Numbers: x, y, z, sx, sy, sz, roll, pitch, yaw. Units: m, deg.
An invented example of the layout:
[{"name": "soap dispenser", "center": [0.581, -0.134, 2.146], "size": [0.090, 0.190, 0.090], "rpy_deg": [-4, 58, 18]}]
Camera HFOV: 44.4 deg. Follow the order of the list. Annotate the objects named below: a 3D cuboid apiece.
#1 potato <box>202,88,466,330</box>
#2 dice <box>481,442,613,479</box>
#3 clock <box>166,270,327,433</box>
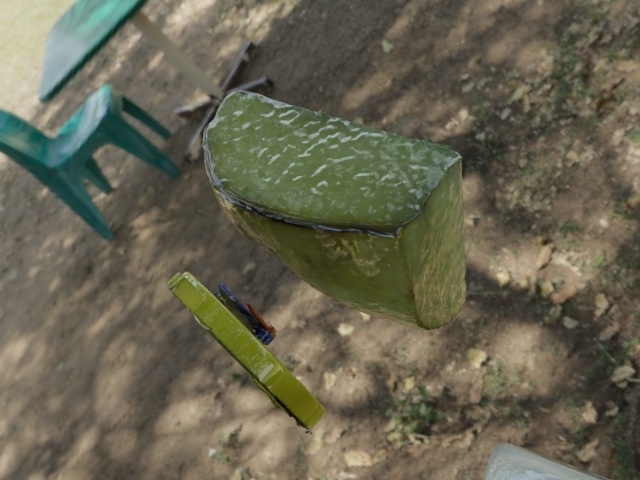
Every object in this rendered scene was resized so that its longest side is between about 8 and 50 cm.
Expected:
[{"name": "potato", "center": [0.000, 0.000, 0.420], "size": [0.149, 0.120, 0.081], "rpy_deg": [22, 54, 31]}, {"name": "dice", "center": [0.299, 0.398, 0.848], "size": [0.304, 0.304, 0.277], "rpy_deg": [15, 80, 17]}, {"name": "clock", "center": [-0.095, 0.140, 1.085], "size": [0.071, 0.293, 0.277], "rpy_deg": [-43, 13, -9]}]
